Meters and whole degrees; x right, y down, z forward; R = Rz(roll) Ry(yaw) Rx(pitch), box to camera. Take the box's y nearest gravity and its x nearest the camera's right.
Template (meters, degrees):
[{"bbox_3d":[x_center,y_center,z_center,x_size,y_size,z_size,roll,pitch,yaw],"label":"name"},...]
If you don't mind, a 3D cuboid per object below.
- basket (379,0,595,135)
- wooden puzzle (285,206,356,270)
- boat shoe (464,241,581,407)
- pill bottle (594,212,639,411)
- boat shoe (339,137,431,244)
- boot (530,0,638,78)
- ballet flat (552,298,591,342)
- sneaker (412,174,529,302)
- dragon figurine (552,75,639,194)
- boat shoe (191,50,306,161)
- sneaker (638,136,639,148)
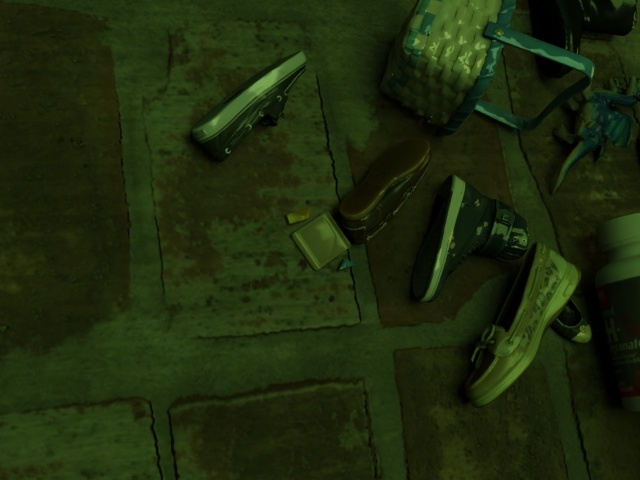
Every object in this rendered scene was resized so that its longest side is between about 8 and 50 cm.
[{"bbox_3d":[0.259,-0.275,1.324,0.289,0.255,0.201,26,73,-5],"label":"basket"},{"bbox_3d":[0.000,0.000,1.268,0.079,0.014,0.116,-27,87,-23],"label":"wooden puzzle"},{"bbox_3d":[0.300,0.133,1.308,0.089,0.104,0.285,39,70,-4],"label":"boat shoe"},{"bbox_3d":[0.562,0.117,1.389,0.176,0.176,0.318,-4,77,-24],"label":"pill bottle"},{"bbox_3d":[0.106,-0.079,1.311,0.207,0.073,0.073,-43,133,-24],"label":"boat shoe"},{"bbox_3d":[0.505,-0.409,1.556,0.207,0.094,0.246,3,68,-19],"label":"boot"},{"bbox_3d":[0.399,0.103,1.393,0.057,0.049,0.173,-39,93,-26],"label":"ballet flat"},{"bbox_3d":[0.246,0.022,1.328,0.163,0.086,0.226,27,65,-12],"label":"sneaker"},{"bbox_3d":[0.509,-0.200,1.505,0.144,0.085,0.289,24,66,-16],"label":"dragon figurine"},{"bbox_3d":[-0.092,-0.200,1.252,0.228,0.080,0.076,-46,114,-30],"label":"boat shoe"},{"bbox_3d":[0.688,-0.230,1.570,0.104,0.125,0.261,23,68,-16],"label":"sneaker"}]
